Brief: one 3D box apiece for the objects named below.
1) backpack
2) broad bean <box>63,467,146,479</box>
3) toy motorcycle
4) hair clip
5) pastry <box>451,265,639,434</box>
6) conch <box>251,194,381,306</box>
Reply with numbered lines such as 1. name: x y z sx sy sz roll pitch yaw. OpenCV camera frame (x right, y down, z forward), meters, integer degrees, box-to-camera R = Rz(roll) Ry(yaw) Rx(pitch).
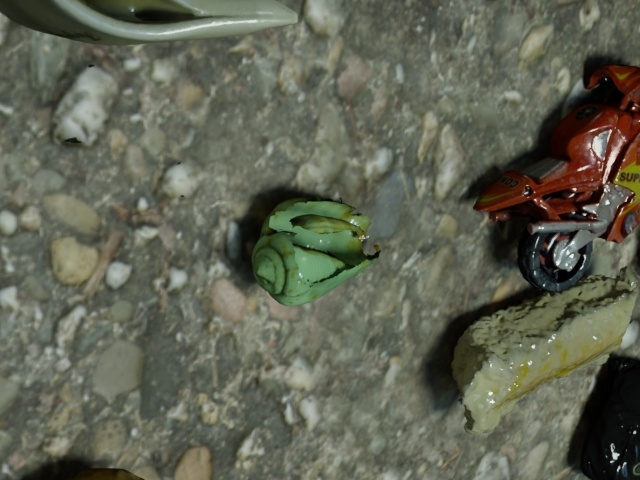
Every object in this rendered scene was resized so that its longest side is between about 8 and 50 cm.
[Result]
1. backpack: 0.388 0.229 1.651 0.120 0.106 0.165 8 102 -44
2. broad bean: -0.229 0.303 1.204 0.156 0.122 0.228 37 79 -16
3. toy motorcycle: 0.300 -0.082 1.446 0.298 0.089 0.171 -43 122 -12
4. hair clip: -0.179 -0.197 0.990 0.282 0.172 0.113 34 80 -33
5. pastry: 0.240 0.120 1.498 0.258 0.089 0.121 -22 126 -27
6. conch: 0.000 0.000 1.274 0.170 0.079 0.106 -18 128 -48
